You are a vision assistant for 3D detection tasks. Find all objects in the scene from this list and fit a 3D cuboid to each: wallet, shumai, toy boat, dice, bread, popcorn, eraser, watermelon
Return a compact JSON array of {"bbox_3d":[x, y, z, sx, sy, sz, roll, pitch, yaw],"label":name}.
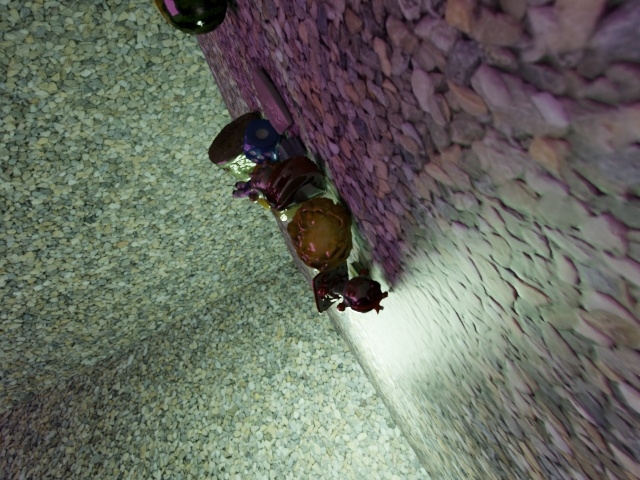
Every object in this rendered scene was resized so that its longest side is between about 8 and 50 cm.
[{"bbox_3d":[0.155,0.147,1.560,0.110,0.039,0.155,53,168,31],"label":"wallet"},{"bbox_3d":[-0.363,-0.435,2.082,0.323,0.324,0.397,51,-175,-37],"label":"shumai"},{"bbox_3d":[-0.100,-0.298,1.583,0.127,0.078,0.283,58,169,11],"label":"toy boat"},{"bbox_3d":[-0.236,-0.405,1.678,0.146,0.143,0.147,90,-172,-72],"label":"dice"},{"bbox_3d":[-0.089,-0.184,1.405,0.142,0.224,0.212,50,151,31],"label":"bread"},{"bbox_3d":[-0.001,-0.025,1.374,0.250,0.250,0.190,61,-154,7],"label":"popcorn"},{"bbox_3d":[-0.189,-0.512,1.501,0.243,0.059,0.204,60,172,-10],"label":"eraser"},{"bbox_3d":[-0.444,-0.842,1.400,0.269,0.268,0.269,60,171,16],"label":"watermelon"}]

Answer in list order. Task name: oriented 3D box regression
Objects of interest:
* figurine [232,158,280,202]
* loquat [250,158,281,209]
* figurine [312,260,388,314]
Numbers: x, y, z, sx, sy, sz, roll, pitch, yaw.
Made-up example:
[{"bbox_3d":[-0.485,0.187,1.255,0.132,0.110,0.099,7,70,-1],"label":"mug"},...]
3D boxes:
[{"bbox_3d":[-0.247,-0.215,1.651,0.133,0.274,0.194,38,-144,-37],"label":"figurine"},{"bbox_3d":[-0.200,-0.251,1.812,0.244,0.243,0.244,60,171,16],"label":"loquat"},{"bbox_3d":[0.121,0.182,1.387,0.226,0.183,0.160,17,128,40],"label":"figurine"}]
